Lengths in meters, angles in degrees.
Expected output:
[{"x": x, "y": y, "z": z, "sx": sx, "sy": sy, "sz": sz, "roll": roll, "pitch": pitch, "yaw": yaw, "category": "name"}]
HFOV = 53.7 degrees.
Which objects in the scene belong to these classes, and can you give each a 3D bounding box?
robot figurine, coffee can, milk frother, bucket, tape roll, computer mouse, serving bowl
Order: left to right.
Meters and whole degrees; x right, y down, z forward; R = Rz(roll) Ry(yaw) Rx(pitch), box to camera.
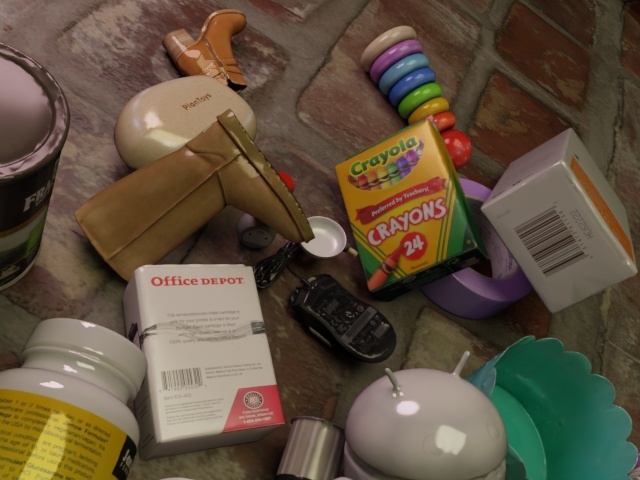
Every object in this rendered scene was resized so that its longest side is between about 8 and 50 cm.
[{"x": -0.427, "y": -0.077, "z": 0.758, "sx": 0.202, "sy": 0.275, "sz": 0.201, "roll": 15, "pitch": 54, "yaw": -22, "category": "coffee can"}, {"x": -0.054, "y": 0.300, "z": 0.826, "sx": 0.143, "sy": 0.129, "sz": 0.134, "roll": 32, "pitch": 52, "yaw": -17, "category": "milk frother"}, {"x": 0.000, "y": 0.000, "z": 1.062, "sx": 0.084, "sy": 0.027, "sz": 0.083, "roll": 8, "pitch": 54, "yaw": -11, "category": "serving bowl"}, {"x": 0.026, "y": 0.089, "z": 1.062, "sx": 0.262, "sy": 0.060, "sz": 0.184, "roll": 34, "pitch": 52, "yaw": 9, "category": "computer mouse"}, {"x": 0.128, "y": 0.316, "z": 0.804, "sx": 0.300, "sy": 0.200, "sz": 0.353, "roll": -9, "pitch": 106, "yaw": -40, "category": "robot figurine"}, {"x": 0.292, "y": 0.013, "z": 1.246, "sx": 0.275, "sy": 0.090, "sz": 0.274, "roll": 16, "pitch": 53, "yaw": -22, "category": "tape roll"}, {"x": 0.332, "y": 0.310, "z": 1.010, "sx": 0.281, "sy": 0.183, "sz": 0.281, "roll": 15, "pitch": 54, "yaw": -21, "category": "bucket"}]

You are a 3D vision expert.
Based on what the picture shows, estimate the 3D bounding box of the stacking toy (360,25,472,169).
[{"x": 0.228, "y": -0.304, "z": 1.396, "sx": 0.141, "sy": 0.141, "sz": 0.330, "roll": -24, "pitch": 78, "yaw": -39, "category": "stacking toy"}]

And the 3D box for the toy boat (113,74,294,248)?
[{"x": -0.182, "y": -0.127, "z": 1.041, "sx": 0.318, "sy": 0.148, "sz": 0.267, "roll": 42, "pitch": 43, "yaw": 10, "category": "toy boat"}]

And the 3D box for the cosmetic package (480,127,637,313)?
[{"x": 0.473, "y": -0.061, "z": 1.237, "sx": 0.230, "sy": 0.162, "sz": 0.453, "roll": 56, "pitch": 28, "yaw": -2, "category": "cosmetic package"}]

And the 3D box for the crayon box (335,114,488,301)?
[{"x": 0.149, "y": -0.076, "z": 1.145, "sx": 0.081, "sy": 0.202, "sz": 0.318, "roll": 32, "pitch": 37, "yaw": -55, "category": "crayon box"}]

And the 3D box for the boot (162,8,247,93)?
[{"x": -0.187, "y": -0.355, "z": 1.223, "sx": 0.197, "sy": 0.073, "sz": 0.152, "roll": -36, "pitch": 80, "yaw": -29, "category": "boot"}]

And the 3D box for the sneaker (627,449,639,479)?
[{"x": 0.544, "y": 0.440, "z": 1.112, "sx": 0.282, "sy": 0.102, "sz": 0.161, "roll": 27, "pitch": 46, "yaw": -26, "category": "sneaker"}]

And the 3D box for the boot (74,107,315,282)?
[{"x": -0.176, "y": -0.026, "z": 0.917, "sx": 0.270, "sy": 0.089, "sz": 0.236, "roll": -36, "pitch": 88, "yaw": 1, "category": "boot"}]

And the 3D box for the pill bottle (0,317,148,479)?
[{"x": -0.307, "y": 0.258, "z": 0.665, "sx": 0.188, "sy": 0.188, "sz": 0.333, "roll": 25, "pitch": 51, "yaw": -14, "category": "pill bottle"}]

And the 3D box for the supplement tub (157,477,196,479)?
[{"x": -0.168, "y": 0.372, "z": 0.669, "sx": 0.144, "sy": 0.144, "sz": 0.199, "roll": 29, "pitch": 25, "yaw": -11, "category": "supplement tub"}]

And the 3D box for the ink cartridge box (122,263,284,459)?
[{"x": -0.166, "y": 0.159, "z": 0.871, "sx": 0.172, "sy": 0.100, "sz": 0.237, "roll": 1, "pitch": 61, "yaw": -30, "category": "ink cartridge box"}]
